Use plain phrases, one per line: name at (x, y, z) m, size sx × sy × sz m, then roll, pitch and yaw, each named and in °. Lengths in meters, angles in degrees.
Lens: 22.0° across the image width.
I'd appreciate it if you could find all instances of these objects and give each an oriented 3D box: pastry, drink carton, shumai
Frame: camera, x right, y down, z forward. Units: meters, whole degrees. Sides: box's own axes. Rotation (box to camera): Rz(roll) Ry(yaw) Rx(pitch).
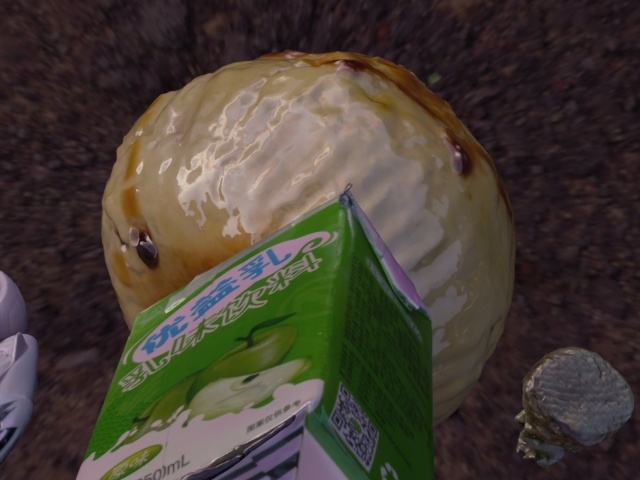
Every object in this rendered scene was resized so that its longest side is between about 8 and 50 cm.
pastry at (0.000, 0.000, 1.500) m, size 0.388 × 0.388 × 0.312 m, roll 50°, pitch 50°, yaw -2°
drink carton at (-0.027, 0.093, 0.858) m, size 0.161 × 0.271 × 0.108 m, roll -29°, pitch 109°, yaw 15°
shumai at (0.180, 0.125, 1.224) m, size 0.083 × 0.080 × 0.082 m, roll -2°, pitch 73°, yaw -16°

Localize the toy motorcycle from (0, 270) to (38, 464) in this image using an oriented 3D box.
toy motorcycle at (-0.224, 0.109, 0.964) m, size 0.112 × 0.254 × 0.112 m, roll 6°, pitch 132°, yaw 7°
